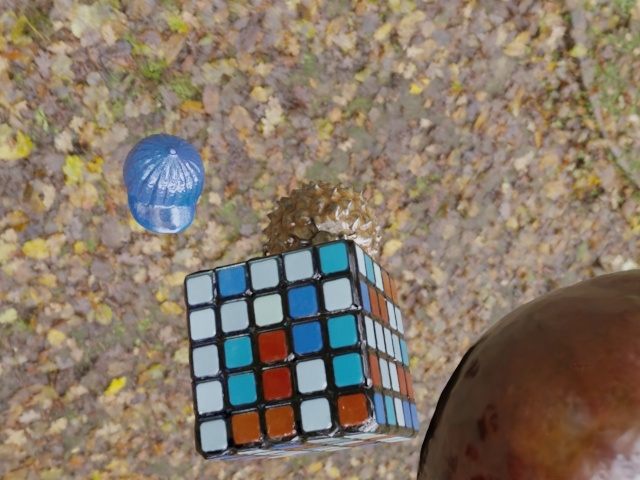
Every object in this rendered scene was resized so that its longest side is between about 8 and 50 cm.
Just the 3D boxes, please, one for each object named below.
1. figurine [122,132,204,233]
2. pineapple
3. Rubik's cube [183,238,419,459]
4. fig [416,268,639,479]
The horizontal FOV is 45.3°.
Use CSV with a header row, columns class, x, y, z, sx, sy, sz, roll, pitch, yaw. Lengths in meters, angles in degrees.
class,x,y,z,sx,sy,sz,roll,pitch,yaw
figurine,-0.151,-0.051,0.744,0.086,0.149,0.087,41,81,-6
pineapple,0.000,0.000,0.992,0.166,0.193,0.166,0,96,0
Rubik's cube,-0.015,0.120,0.783,0.182,0.187,0.184,-12,163,15
fig,0.158,0.129,0.365,0.234,0.214,0.235,-5,135,-5
